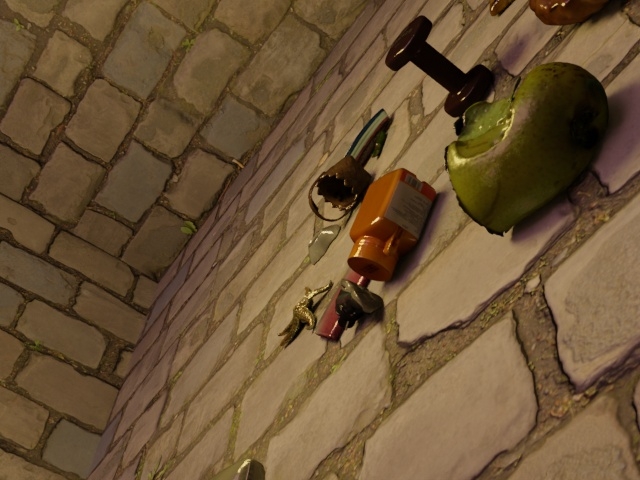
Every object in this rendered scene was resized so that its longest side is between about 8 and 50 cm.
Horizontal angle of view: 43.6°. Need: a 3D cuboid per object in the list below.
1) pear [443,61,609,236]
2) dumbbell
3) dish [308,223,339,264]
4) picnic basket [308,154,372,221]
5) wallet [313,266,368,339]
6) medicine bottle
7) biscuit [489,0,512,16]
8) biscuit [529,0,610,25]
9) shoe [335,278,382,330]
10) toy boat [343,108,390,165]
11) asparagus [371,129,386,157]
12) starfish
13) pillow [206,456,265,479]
[{"bbox_3d":[0.343,-0.166,1.317,0.255,0.164,0.238,-34,27,52],"label":"pear"},{"bbox_3d":[0.268,-0.393,1.820,0.140,0.225,0.124,-31,28,54],"label":"dumbbell"},{"bbox_3d":[0.000,0.000,2.216,0.137,0.039,0.091,-51,18,28],"label":"dish"},{"bbox_3d":[0.043,-0.132,2.170,0.178,0.128,0.138,-47,7,-29],"label":"picnic basket"},{"bbox_3d":[0.063,0.120,1.844,0.232,0.025,0.119,-61,16,-10],"label":"wallet"},{"bbox_3d":[0.144,-0.030,1.726,0.149,0.112,0.222,-26,36,60],"label":"medicine bottle"},{"bbox_3d":[0.490,-0.666,2.005,0.174,0.039,0.183,-45,21,44],"label":"biscuit"},{"bbox_3d":[0.539,-0.553,1.545,0.326,0.107,0.326,-54,18,26],"label":"biscuit"},{"bbox_3d":[0.070,0.145,1.714,0.099,0.071,0.169,-64,18,4],"label":"shoe"},{"bbox_3d":[0.131,-0.279,2.311,0.046,0.080,0.229,35,91,39],"label":"toy boat"},{"bbox_3d":[0.164,-0.267,2.257,0.025,0.021,0.108,-44,22,52],"label":"asparagus"},{"bbox_3d":[-0.045,0.178,2.038,0.223,0.050,0.217,-47,12,19],"label":"starfish"},{"bbox_3d":[-0.231,0.605,1.655,0.322,0.120,0.255,-39,27,42],"label":"pillow"}]
